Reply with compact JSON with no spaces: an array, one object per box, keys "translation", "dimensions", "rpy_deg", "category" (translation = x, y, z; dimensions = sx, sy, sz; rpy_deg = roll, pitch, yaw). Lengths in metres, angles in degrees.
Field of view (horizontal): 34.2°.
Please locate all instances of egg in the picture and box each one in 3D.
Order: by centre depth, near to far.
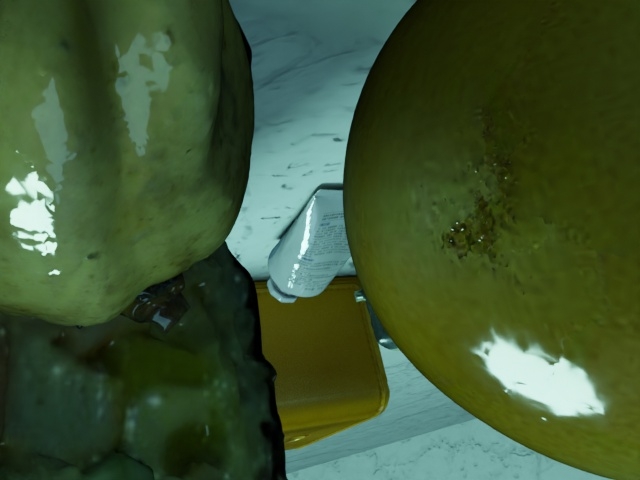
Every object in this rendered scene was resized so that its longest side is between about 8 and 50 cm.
[{"translation":[0.184,-0.033,0.451],"dimensions":[0.351,0.283,0.282],"rpy_deg":[-7,163,-4],"category":"egg"}]

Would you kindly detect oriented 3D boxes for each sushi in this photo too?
[{"translation":[-0.209,0.122,0.572],"dimensions":[0.285,0.328,0.328],"rpy_deg":[-14,169,37],"category":"sushi"}]

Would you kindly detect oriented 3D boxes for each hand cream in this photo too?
[{"translation":[0.000,0.000,0.831],"dimensions":[0.084,0.053,0.142],"rpy_deg":[-3,145,-36],"category":"hand cream"}]

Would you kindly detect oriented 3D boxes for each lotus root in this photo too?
[{"translation":[-0.093,-0.055,0.397],"dimensions":[0.154,0.140,0.257],"rpy_deg":[-39,163,-26],"category":"lotus root"}]

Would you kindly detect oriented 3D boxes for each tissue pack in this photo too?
[{"translation":[-0.103,0.136,1.006],"dimensions":[0.274,0.145,0.194],"rpy_deg":[-1,160,-37],"category":"tissue pack"}]

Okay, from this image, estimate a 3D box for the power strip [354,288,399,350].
[{"translation":[0.150,0.013,0.881],"dimensions":[0.256,0.105,0.070],"rpy_deg":[-17,163,11],"category":"power strip"}]
